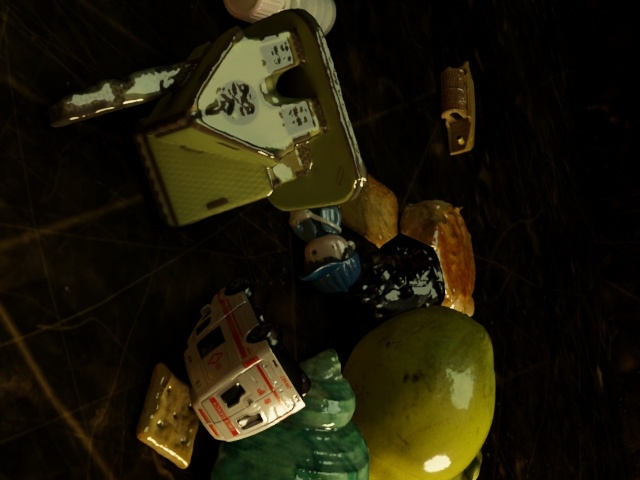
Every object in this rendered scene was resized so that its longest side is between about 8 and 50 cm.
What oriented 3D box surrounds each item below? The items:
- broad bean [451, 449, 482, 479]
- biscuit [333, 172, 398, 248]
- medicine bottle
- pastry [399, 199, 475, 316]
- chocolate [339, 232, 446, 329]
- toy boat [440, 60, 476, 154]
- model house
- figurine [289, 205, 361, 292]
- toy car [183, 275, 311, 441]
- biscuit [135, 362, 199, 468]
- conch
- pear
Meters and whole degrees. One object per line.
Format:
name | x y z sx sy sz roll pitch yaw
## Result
broad bean | 0.215 0.345 1.372 0.206 0.072 0.153 -56 133 -73
biscuit | 0.068 -0.058 1.372 0.247 0.029 0.118 32 55 -55
medicine bottle | -0.055 -0.328 1.199 0.203 0.083 0.083 -9 86 -64
pastry | 0.204 0.026 1.506 0.218 0.100 0.229 70 27 -20
chocolate | 0.086 0.074 1.245 0.133 0.156 0.156 -5 82 -45
toy boat | 0.293 -0.286 1.861 0.088 0.068 0.226 32 54 -47
model house | -0.131 -0.095 0.904 0.279 0.205 0.218 -25 100 -32
figurine | 0.000 0.000 1.181 0.087 0.086 0.149 67 5 -74
toy car | -0.090 0.122 0.917 0.089 0.108 0.209 59 -3 -25
biscuit | -0.149 0.176 0.869 0.081 0.018 0.083 52 37 -40
conch | -0.022 0.224 0.959 0.196 0.134 0.202 34 50 -55
pear | 0.127 0.210 1.156 0.269 0.212 0.212 -54 137 -8
